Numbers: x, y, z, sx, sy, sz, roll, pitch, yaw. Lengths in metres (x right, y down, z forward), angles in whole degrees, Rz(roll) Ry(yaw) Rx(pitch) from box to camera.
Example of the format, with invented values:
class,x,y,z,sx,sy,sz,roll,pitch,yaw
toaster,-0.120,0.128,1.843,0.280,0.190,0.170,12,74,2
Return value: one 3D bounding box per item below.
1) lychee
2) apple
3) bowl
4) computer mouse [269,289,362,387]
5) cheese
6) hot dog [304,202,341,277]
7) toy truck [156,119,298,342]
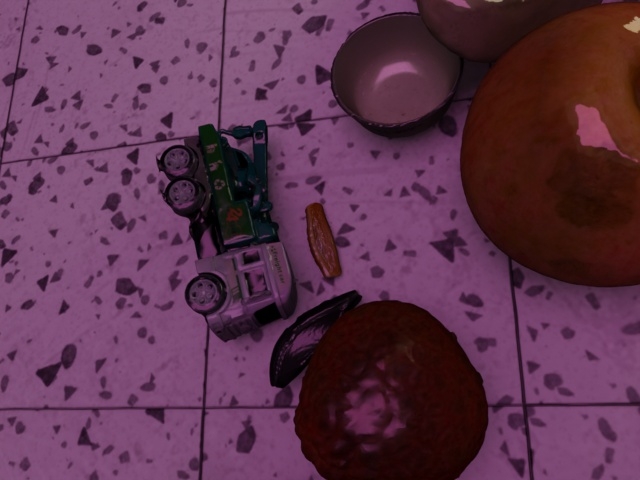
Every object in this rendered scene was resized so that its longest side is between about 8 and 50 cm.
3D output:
class,x,y,z,sx,sy,sz,roll,pitch,yaw
lychee,0.098,0.204,0.779,0.255,0.300,0.255,5,97,46
apple,0.356,-0.121,0.745,0.364,0.364,0.363,-5,73,15
bowl,0.131,-0.258,0.967,0.212,0.112,0.211,-4,74,15
computer mouse,-0.017,0.142,0.891,0.062,0.106,0.192,40,83,11
cheese,0.221,-0.412,0.902,0.351,0.129,0.328,43,52,20
hot dog,0.000,0.001,0.972,0.044,0.028,0.137,-12,71,-15
toy truck,-0.146,-0.028,0.951,0.178,0.176,0.363,-12,69,-1
